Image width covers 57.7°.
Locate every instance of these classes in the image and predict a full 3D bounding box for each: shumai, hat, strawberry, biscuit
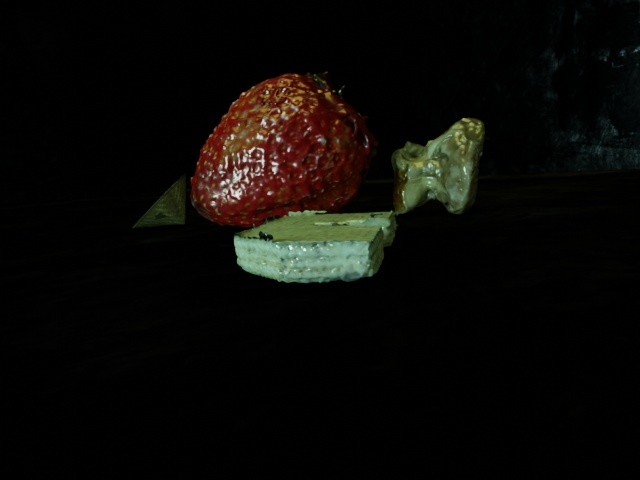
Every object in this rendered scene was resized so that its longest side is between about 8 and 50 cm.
[{"bbox_3d":[0.194,-0.120,0.965,0.152,0.162,0.209,1,27,13],"label":"shumai"},{"bbox_3d":[-0.285,-0.054,1.115,0.146,0.067,0.146,-44,13,13],"label":"hat"},{"bbox_3d":[-0.069,-0.119,0.930,0.288,0.250,0.238,-31,53,-22],"label":"strawberry"},{"bbox_3d":[0.000,0.000,0.592,0.147,0.046,0.250,-2,7,11],"label":"biscuit"}]
